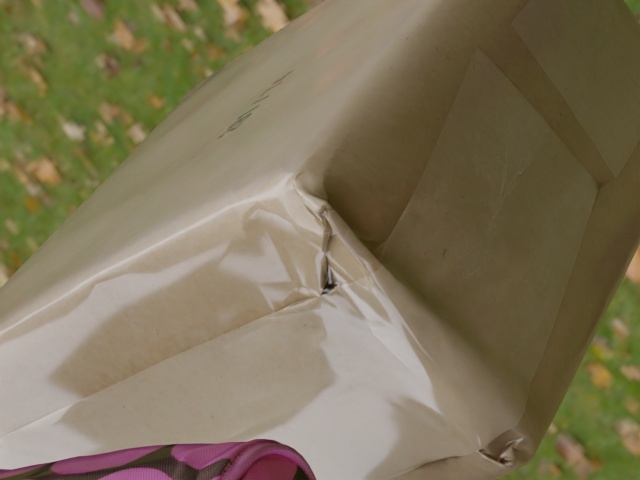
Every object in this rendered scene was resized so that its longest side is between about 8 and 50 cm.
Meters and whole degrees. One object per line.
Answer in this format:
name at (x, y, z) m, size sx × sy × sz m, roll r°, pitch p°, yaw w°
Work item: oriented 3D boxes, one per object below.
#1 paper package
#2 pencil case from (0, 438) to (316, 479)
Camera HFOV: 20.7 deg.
paper package at (0.000, 0.000, 0.896) m, size 0.309 × 0.325 × 0.168 m, roll -26°, pitch 108°, yaw 39°
pencil case at (-0.093, 0.125, 0.614) m, size 0.209 × 0.095 × 0.098 m, roll -10°, pitch 101°, yaw 34°
